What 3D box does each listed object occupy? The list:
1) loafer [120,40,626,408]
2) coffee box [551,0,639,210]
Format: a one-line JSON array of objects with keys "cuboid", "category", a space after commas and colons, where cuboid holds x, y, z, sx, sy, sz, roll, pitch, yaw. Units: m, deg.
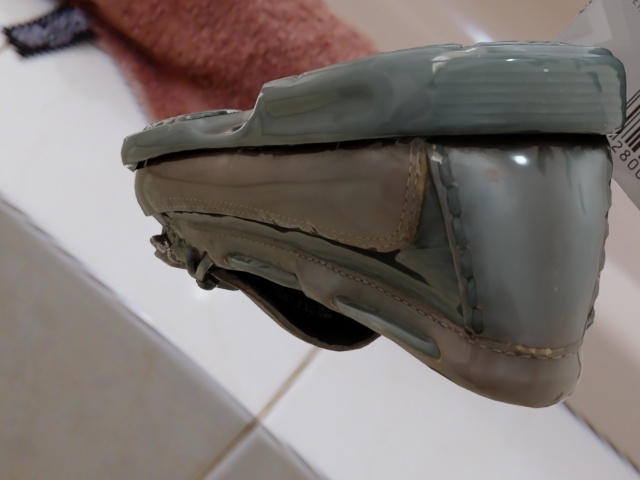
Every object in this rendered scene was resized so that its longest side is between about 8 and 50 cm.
[{"cuboid": [0.000, 0.000, 0.466, 0.096, 0.267, 0.084, -3, 89, -18], "category": "loafer"}, {"cuboid": [0.234, -0.125, 0.550, 0.119, 0.297, 0.168, 51, 32, 15], "category": "coffee box"}]
